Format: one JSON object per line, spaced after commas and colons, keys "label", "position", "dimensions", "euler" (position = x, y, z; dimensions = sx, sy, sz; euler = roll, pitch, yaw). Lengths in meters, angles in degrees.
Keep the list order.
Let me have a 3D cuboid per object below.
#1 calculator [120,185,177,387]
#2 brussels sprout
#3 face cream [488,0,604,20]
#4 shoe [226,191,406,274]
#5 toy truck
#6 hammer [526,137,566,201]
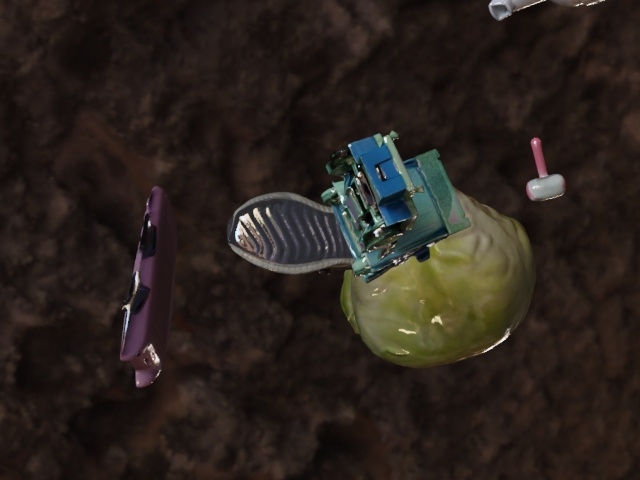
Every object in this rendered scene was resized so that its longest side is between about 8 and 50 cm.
{"label": "calculator", "position": [-0.247, 0.061, 1.991], "dimensions": [0.194, 0.043, 0.294], "euler": [81, -166, -67]}
{"label": "brussels sprout", "position": [0.173, 0.046, 1.935], "dimensions": [0.242, 0.274, 0.316], "euler": [-74, -5, -57]}
{"label": "face cream", "position": [0.457, -0.471, 2.238], "dimensions": [0.145, 0.370, 0.145], "euler": [32, -129, -50]}
{"label": "shoe", "position": [0.000, 0.000, 1.602], "dimensions": [0.112, 0.228, 0.099], "euler": [120, 150, -78]}
{"label": "toy truck", "position": [0.049, -0.028, 0.812], "dimensions": [0.081, 0.067, 0.175], "euler": [-23, -11, -5]}
{"label": "hammer", "position": [0.292, -0.095, 1.760], "dimensions": [0.031, 0.053, 0.083], "euler": [-51, -53, -87]}
